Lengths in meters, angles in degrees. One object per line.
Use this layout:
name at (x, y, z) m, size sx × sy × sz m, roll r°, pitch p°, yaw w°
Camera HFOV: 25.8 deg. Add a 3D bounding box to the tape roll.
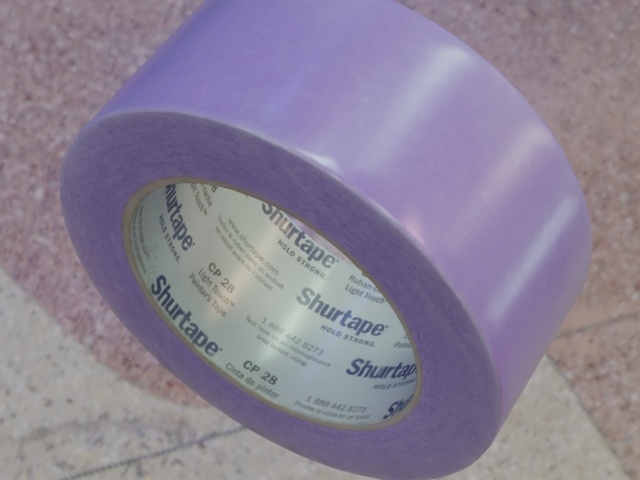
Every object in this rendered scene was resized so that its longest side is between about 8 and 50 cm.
tape roll at (0.000, 0.000, 0.531) m, size 0.189 × 0.189 × 0.080 m, roll 35°, pitch 56°, yaw 2°
